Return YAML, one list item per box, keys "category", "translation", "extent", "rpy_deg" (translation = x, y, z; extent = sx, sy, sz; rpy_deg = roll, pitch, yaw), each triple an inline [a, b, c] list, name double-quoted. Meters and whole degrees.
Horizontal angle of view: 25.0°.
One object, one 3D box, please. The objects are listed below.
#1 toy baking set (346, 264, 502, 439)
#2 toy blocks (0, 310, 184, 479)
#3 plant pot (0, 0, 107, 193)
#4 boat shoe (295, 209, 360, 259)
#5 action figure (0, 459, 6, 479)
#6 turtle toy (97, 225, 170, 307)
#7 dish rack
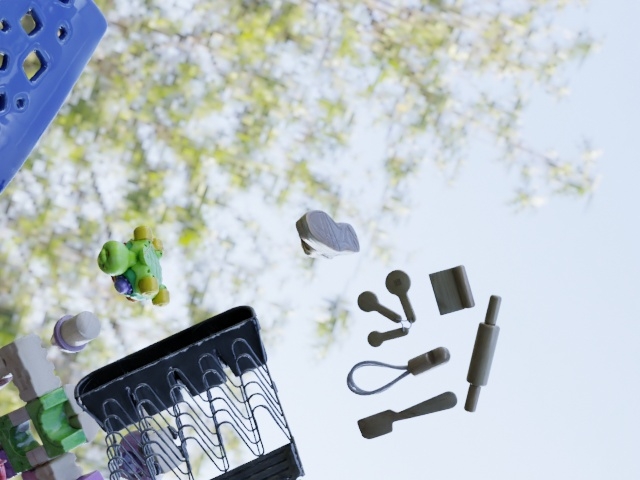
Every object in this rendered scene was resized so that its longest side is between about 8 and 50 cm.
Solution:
- category: "toy baking set"
  translation: [0.137, 0.152, 1.947]
  extent: [0.030, 0.197, 0.256]
  rpy_deg: [-16, 115, -75]
- category: "toy blocks"
  translation: [-0.418, 0.276, 2.016]
  extent: [0.260, 0.309, 0.288]
  rpy_deg: [-26, -90, 43]
- category: "plant pot"
  translation: [-0.385, -0.210, 1.402]
  extent: [0.236, 0.212, 0.236]
  rpy_deg: [16, -115, 27]
- category: "boat shoe"
  translation: [0.000, 0.000, 2.029]
  extent: [0.059, 0.170, 0.063]
  rpy_deg: [-22, -108, 19]
- category: "action figure"
  translation: [-0.431, 0.299, 1.714]
  extent: [0.280, 0.091, 0.139]
  rpy_deg: [1, -95, 27]
- category: "turtle toy"
  translation: [-0.239, 0.033, 1.839]
  extent: [0.130, 0.066, 0.095]
  rpy_deg: [57, 22, -67]
- category: "dish rack"
  translation: [-0.128, 0.189, 1.429]
  extent: [0.208, 0.074, 0.271]
  rpy_deg: [-26, -151, 0]
